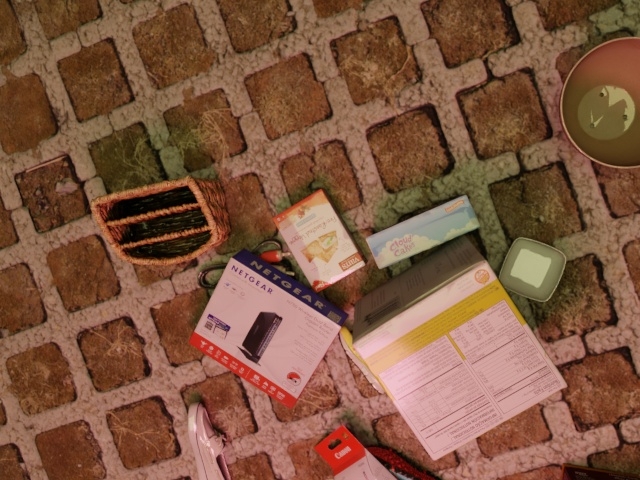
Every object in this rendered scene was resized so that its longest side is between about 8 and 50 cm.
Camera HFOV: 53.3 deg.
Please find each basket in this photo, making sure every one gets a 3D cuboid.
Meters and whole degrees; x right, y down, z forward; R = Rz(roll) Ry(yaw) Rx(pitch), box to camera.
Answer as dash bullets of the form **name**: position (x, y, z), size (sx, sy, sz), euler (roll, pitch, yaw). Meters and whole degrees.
- **basket**: position (-0.411, -0.040, 1.675), size (0.299, 0.223, 0.213), euler (-10, 93, 10)

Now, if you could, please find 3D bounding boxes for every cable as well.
- **cable**: position (-0.206, 0.070, 1.723), size (0.288, 0.072, 0.139), euler (-4, 97, 10)

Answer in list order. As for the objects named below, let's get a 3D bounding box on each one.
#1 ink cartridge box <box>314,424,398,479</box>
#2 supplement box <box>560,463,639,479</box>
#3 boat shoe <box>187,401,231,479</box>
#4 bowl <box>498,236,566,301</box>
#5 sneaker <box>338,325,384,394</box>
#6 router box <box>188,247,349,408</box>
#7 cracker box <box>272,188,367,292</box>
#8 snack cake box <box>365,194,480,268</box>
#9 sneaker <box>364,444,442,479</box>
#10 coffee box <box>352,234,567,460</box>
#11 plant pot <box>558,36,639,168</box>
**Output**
- **ink cartridge box**: position (0.089, 0.618, 1.676), size (0.232, 0.066, 0.189), euler (41, 135, 4)
- **supplement box**: position (0.699, 0.658, 1.555), size (0.192, 0.194, 0.129), euler (6, 96, 9)
- **boat shoe**: position (-0.304, 0.574, 1.774), size (0.088, 0.096, 0.267), euler (-9, 94, 6)
- **bowl**: position (0.531, 0.070, 1.607), size (0.142, 0.053, 0.141), euler (22, 98, 8)
- **sneaker**: position (0.127, 0.300, 1.691), size (0.094, 0.081, 0.208), euler (-40, 91, 0)
- **router box**: position (-0.142, 0.233, 1.685), size (0.336, 0.082, 0.301), euler (31, 114, 6)
- **cracker box**: position (0.000, 0.000, 1.686), size (0.156, 0.067, 0.232), euler (-31, 90, 11)
- **snack cake box**: position (0.256, -0.024, 1.596), size (0.265, 0.152, 0.089), euler (-24, 91, 11)
- **sneaker**: position (0.207, 0.650, 1.687), size (0.262, 0.104, 0.125), euler (31, 101, 6)
- **coffee box**: position (0.306, 0.233, 1.498), size (0.338, 0.337, 0.334), euler (-34, 96, 10)
- **plant pot**: position (0.685, -0.307, 1.479), size (0.284, 0.191, 0.283), euler (1, 95, 9)
